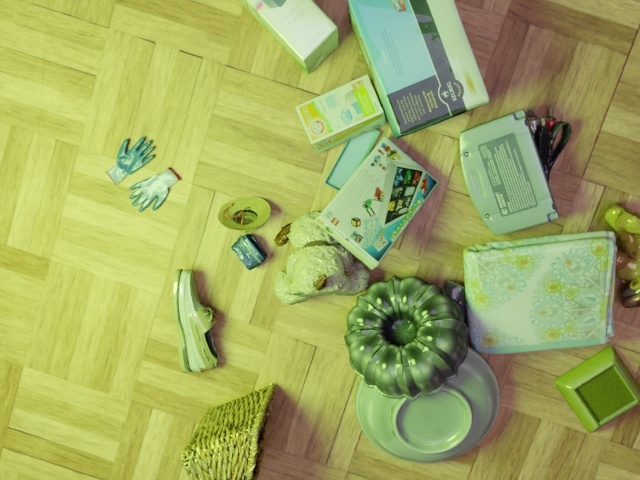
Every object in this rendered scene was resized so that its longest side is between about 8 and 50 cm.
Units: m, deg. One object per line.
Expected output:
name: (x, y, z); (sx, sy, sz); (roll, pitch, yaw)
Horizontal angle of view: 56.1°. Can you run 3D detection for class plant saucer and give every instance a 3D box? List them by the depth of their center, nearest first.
plant saucer: (0.294, 0.457, 1.619); (0.400, 0.100, 0.400); (0, 108, 0)
plant saucer: (0.085, -0.223, 1.620); (0.067, 0.018, 0.192); (29, 97, -1)
plant saucer: (0.778, 0.418, 1.651); (0.188, 0.045, 0.188); (-35, 95, 7)

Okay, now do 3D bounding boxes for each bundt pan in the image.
bundt pan: (0.210, 0.234, 1.538); (0.331, 0.124, 0.331); (-7, 65, 15)

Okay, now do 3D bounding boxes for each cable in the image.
cable: (0.584, -0.208, 1.590); (0.139, 0.072, 0.287); (-8, 110, -13)

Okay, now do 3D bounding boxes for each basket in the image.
basket: (-0.199, 0.556, 1.596); (0.223, 0.299, 0.213); (-23, 96, 6)

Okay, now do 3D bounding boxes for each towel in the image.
towel: (0.565, 0.137, 1.549); (0.374, 0.090, 0.320); (-7, 116, 8)

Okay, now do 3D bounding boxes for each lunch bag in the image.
lunch bag: (-0.194, 0.025, 1.644); (0.065, 0.067, 0.098); (-38, 93, 7)

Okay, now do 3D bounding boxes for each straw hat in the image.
straw hat: (-0.203, -0.055, 1.634); (0.144, 0.144, 0.061); (-3, 136, 4)

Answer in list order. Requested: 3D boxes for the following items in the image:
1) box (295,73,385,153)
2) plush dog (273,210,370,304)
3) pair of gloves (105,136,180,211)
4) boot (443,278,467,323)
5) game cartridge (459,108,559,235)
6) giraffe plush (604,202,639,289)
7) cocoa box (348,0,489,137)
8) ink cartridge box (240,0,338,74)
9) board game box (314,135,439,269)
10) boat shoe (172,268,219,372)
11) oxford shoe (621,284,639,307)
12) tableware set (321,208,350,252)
box: (0.053, -0.323, 1.554); (0.203, 0.103, 0.114); (-22, 81, 6)
plush dog: (-0.011, 0.032, 1.568); (0.262, 0.210, 0.225); (-9, 74, 2)
pair of gloves: (-0.493, -0.184, 1.657); (0.159, 0.023, 0.198); (-39, 95, 6)
boot: (0.317, 0.205, 1.635); (0.189, 0.076, 0.208); (17, 105, -12)
game cartridge: (0.476, -0.168, 1.559); (0.196, 0.060, 0.294); (-18, 97, 21)
giraffe plush: (0.799, 0.024, 1.543); (0.210, 0.181, 0.170); (33, 111, 16)
cocoa box: (0.230, -0.451, 1.473); (0.228, 0.231, 0.347); (-21, 96, 6)
ink cartridge box: (-0.116, -0.594, 1.487); (0.119, 0.207, 0.353); (-43, 92, 6)
board game box: (0.149, -0.101, 1.543); (0.193, 0.053, 0.305); (40, 67, -2)
boat shoe: (-0.342, 0.220, 1.663); (0.103, 0.113, 0.302); (-3, 108, 2)
oxford shoe: (0.957, 0.045, 1.570); (0.397, 0.140, 0.146); (-31, 64, 11)
tableware set: (0.000, 0.000, 1.653); (0.141, 0.020, 0.169); (-35, 95, 7)
